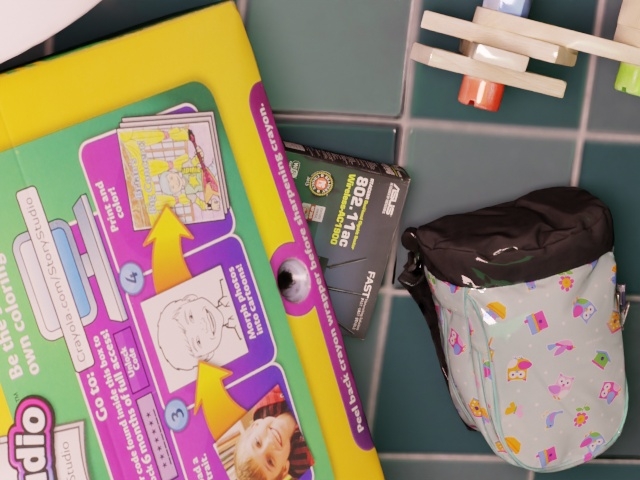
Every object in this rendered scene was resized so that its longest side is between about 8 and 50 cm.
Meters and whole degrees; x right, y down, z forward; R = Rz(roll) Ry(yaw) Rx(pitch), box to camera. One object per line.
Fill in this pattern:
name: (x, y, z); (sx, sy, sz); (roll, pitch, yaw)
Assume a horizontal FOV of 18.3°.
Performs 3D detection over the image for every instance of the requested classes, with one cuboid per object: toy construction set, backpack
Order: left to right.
backpack: (0.142, 0.068, 1.373); (0.152, 0.115, 0.182); (-12, 111, -11)
toy construction set: (0.199, -0.217, 1.279); (0.215, 0.151, 0.328); (8, 114, -39)

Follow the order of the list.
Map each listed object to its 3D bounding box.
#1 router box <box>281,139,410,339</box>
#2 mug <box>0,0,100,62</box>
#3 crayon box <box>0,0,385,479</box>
router box: (0.000, 0.000, 1.362); (0.092, 0.038, 0.122); (12, 104, -16)
mug: (-0.304, -0.283, 1.086); (0.374, 0.276, 0.328); (4, 131, 31)
crayon box: (-0.132, 0.069, 1.200); (0.313, 0.106, 0.363); (-25, 102, -46)
